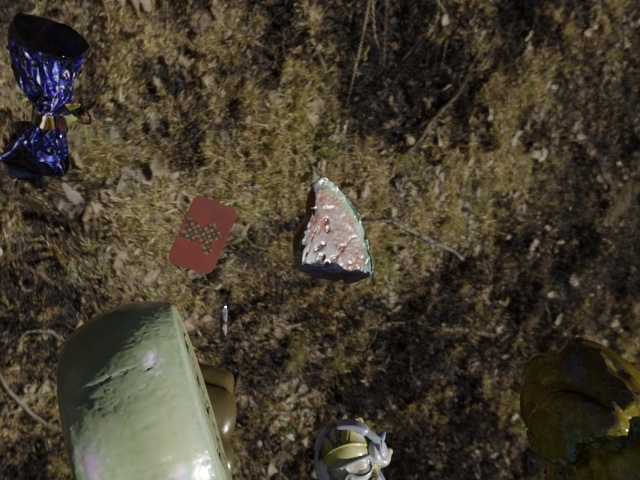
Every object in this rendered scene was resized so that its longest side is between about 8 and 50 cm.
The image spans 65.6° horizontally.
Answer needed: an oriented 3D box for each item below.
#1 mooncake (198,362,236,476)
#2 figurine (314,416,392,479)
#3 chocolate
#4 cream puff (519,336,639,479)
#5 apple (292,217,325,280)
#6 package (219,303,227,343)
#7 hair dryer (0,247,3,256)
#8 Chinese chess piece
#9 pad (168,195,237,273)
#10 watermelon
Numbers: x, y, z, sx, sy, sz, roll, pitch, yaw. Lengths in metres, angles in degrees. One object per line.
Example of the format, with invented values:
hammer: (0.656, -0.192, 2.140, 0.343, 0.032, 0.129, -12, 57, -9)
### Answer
mooncake: (-0.304, 0.466, 1.117, 0.201, 0.378, 0.378, 14, 88, -17)
figurine: (0.061, 0.369, 0.813, 0.128, 0.208, 0.184, -23, 93, 6)
chocolate: (-0.500, -0.218, 0.904, 0.148, 0.126, 0.343, 4, 132, -30)
cream puff: (0.373, 0.242, 0.637, 0.244, 0.244, 0.196, -12, 127, -30)
apple: (0.016, 0.011, 1.333, 0.188, 0.174, 0.188, -3, 108, -9)
package: (-0.264, 0.224, 1.348, 0.015, 0.037, 0.110, 16, 48, -29)
hair dryer: (-0.742, 0.083, 1.102, 0.199, 0.067, 0.167, 38, 31, -8)
Chinese chess piece: (-0.155, 0.182, 0.479, 0.101, 0.250, 0.250, -19, 106, -14)
pad: (-0.423, -0.017, 1.792, 0.181, 0.004, 0.267, 21, 95, -33)
watermelon: (0.000, 0.000, 0.808, 0.139, 0.071, 0.187, -33, 103, -35)
